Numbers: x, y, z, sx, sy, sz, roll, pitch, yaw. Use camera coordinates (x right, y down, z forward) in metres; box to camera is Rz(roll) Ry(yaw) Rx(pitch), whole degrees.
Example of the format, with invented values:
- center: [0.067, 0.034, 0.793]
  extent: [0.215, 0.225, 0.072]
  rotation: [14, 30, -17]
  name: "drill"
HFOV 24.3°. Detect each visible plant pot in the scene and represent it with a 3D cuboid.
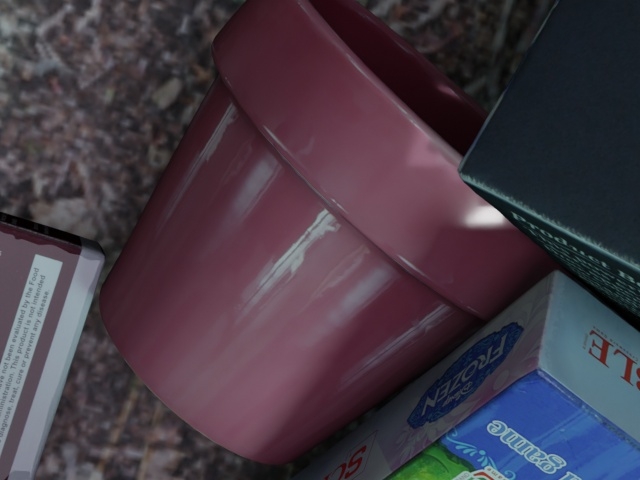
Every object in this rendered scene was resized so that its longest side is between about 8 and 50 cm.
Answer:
- center: [0.000, 0.000, 0.708]
  extent: [0.201, 0.201, 0.180]
  rotation: [39, 104, -11]
  name: "plant pot"

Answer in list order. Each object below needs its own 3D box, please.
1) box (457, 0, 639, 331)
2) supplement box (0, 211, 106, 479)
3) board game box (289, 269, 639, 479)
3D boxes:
- center: [0.275, -0.052, 0.625]
  extent: [0.212, 0.395, 0.293]
  rotation: [30, 89, 30]
  name: "box"
- center: [-0.238, 0.028, 0.719]
  extent: [0.239, 0.073, 0.130]
  rotation: [18, 91, -12]
  name: "supplement box"
- center: [0.124, 0.203, 0.707]
  extent: [0.319, 0.066, 0.318]
  rotation: [36, 131, -11]
  name: "board game box"
